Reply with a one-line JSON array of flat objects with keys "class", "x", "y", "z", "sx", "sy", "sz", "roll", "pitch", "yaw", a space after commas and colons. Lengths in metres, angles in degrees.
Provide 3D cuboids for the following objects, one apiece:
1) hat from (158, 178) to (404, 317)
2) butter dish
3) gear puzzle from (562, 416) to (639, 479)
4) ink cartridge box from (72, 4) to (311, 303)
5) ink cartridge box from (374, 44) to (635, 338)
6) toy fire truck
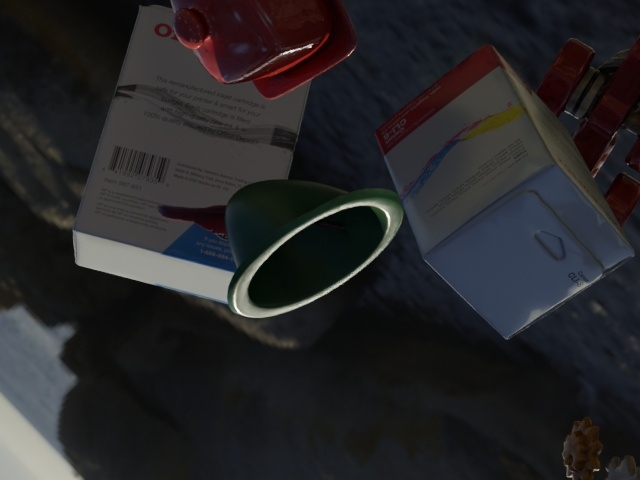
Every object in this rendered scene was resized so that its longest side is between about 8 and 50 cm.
[{"class": "hat", "x": -0.055, "y": -0.046, "z": 1.266, "sx": 0.183, "sy": 0.208, "sz": 0.173, "roll": 58, "pitch": -177, "yaw": 25}, {"class": "butter dish", "x": -0.073, "y": -0.195, "z": 1.160, "sx": 0.160, "sy": 0.118, "sz": 0.160, "roll": -21, "pitch": 96, "yaw": 54}, {"class": "gear puzzle", "x": 0.332, "y": 0.348, "z": 1.617, "sx": 0.044, "sy": 0.339, "sz": 0.175, "roll": 11, "pitch": 135, "yaw": -16}, {"class": "ink cartridge box", "x": -0.149, "y": -0.101, "z": 1.649, "sx": 0.223, "sy": 0.307, "sz": 0.129, "roll": 14, "pitch": 158, "yaw": -4}, {"class": "ink cartridge box", "x": 0.144, "y": -0.040, "z": 1.095, "sx": 0.128, "sy": 0.127, "sz": 0.176, "roll": 42, "pitch": -161, "yaw": -35}, {"class": "toy fire truck", "x": 0.353, "y": -0.152, "z": 1.701, "sx": 0.169, "sy": 0.254, "sz": 0.302, "roll": 30, "pitch": 129, "yaw": 7}]
